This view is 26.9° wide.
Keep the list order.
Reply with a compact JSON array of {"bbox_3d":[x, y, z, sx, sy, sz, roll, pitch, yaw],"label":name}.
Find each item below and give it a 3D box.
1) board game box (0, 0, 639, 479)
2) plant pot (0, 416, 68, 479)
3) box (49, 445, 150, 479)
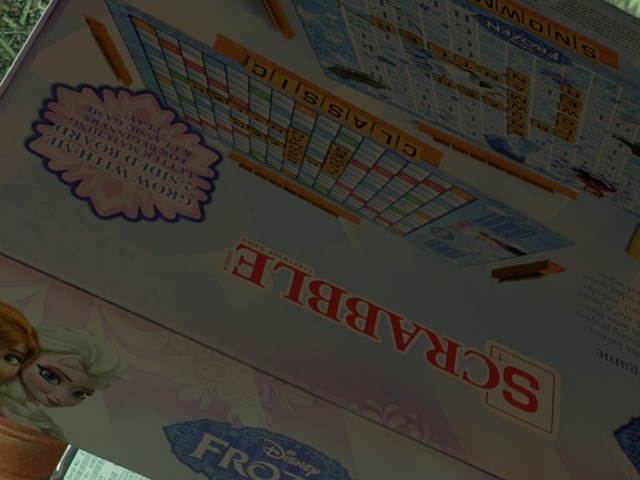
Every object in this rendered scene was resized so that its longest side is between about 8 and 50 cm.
[{"bbox_3d":[0.044,-0.018,0.512,0.066,0.318,0.318,-57,12,39],"label":"board game box"},{"bbox_3d":[-0.188,0.020,1.037,0.265,0.272,0.272,119,172,-53],"label":"plant pot"},{"bbox_3d":[-0.142,0.265,1.018,0.395,0.097,0.318,-62,-18,6],"label":"box"}]
